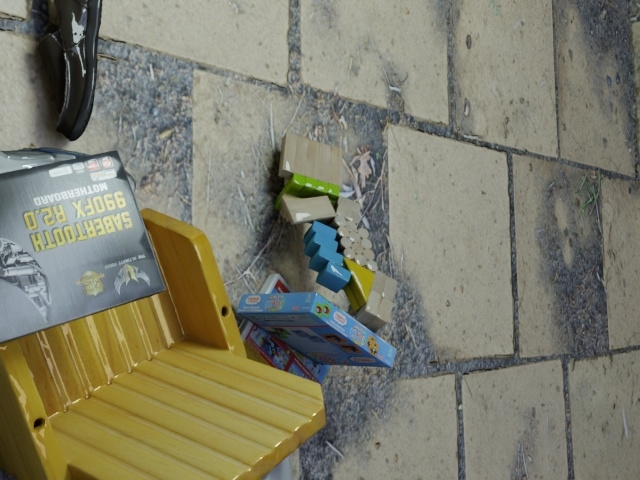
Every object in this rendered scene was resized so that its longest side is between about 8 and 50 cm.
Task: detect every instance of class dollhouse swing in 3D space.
[{"bbox_3d":[-0.208,0.133,1.114,0.347,0.305,0.315,-29,108,-45],"label":"dollhouse swing"}]

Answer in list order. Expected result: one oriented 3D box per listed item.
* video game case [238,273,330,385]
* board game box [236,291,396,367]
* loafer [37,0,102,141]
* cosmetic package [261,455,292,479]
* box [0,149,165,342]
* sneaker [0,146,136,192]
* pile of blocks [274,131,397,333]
[{"bbox_3d":[-0.082,0.226,1.458,0.204,0.025,0.285,52,51,-32],"label":"video game case"},{"bbox_3d":[-0.005,0.144,1.413,0.211,0.160,0.039,39,59,-40],"label":"board game box"},{"bbox_3d":[-0.336,-0.241,1.190,0.078,0.080,0.220,5,82,-15],"label":"loafer"},{"bbox_3d":[-0.128,0.359,1.143,0.365,0.155,0.197,-79,166,-70],"label":"cosmetic package"},{"bbox_3d":[-0.314,0.008,1.027,0.231,0.056,0.183,-17,86,-38],"label":"box"},{"bbox_3d":[-0.369,-0.054,1.119,0.297,0.111,0.129,-1,99,-42],"label":"sneaker"},{"bbox_3d":[0.000,0.000,1.474,0.149,0.112,0.362,-6,63,-32],"label":"pile of blocks"}]
